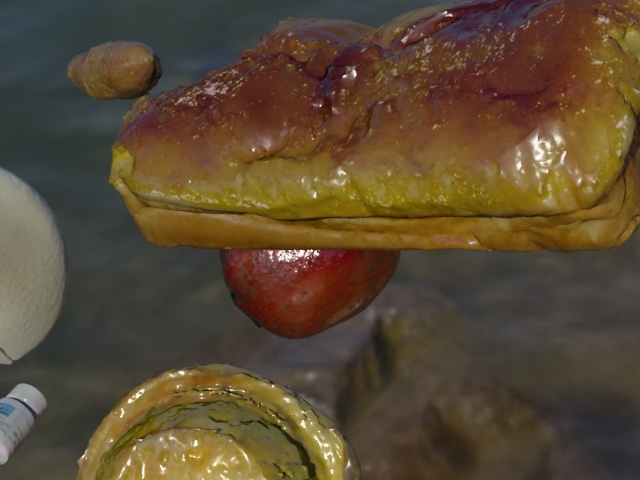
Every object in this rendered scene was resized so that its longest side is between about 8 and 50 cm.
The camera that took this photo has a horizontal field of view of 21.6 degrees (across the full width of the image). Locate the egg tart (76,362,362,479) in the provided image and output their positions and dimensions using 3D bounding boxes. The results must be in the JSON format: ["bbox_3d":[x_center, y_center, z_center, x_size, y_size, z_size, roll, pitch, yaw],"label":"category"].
[{"bbox_3d":[-0.092,0.242,1.407,0.288,0.288,0.118,7,-6,15],"label":"egg tart"}]

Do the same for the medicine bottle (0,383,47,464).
[{"bbox_3d":[-0.341,0.200,1.837,0.052,0.052,0.089,13,41,24],"label":"medicine bottle"}]

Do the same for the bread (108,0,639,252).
[{"bbox_3d":[0.040,-0.083,1.072,0.380,0.109,0.185,0,53,33],"label":"bread"}]

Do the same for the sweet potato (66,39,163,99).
[{"bbox_3d":[-0.195,-0.156,1.559,0.060,0.068,0.206,-58,29,-11],"label":"sweet potato"}]

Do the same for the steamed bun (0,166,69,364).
[{"bbox_3d":[-0.366,0.003,1.711,0.146,0.242,0.164,13,63,39],"label":"steamed bun"}]

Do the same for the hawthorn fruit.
[{"bbox_3d":[0.000,0.000,1.979,0.249,0.215,0.215,-27,30,10],"label":"hawthorn fruit"}]
